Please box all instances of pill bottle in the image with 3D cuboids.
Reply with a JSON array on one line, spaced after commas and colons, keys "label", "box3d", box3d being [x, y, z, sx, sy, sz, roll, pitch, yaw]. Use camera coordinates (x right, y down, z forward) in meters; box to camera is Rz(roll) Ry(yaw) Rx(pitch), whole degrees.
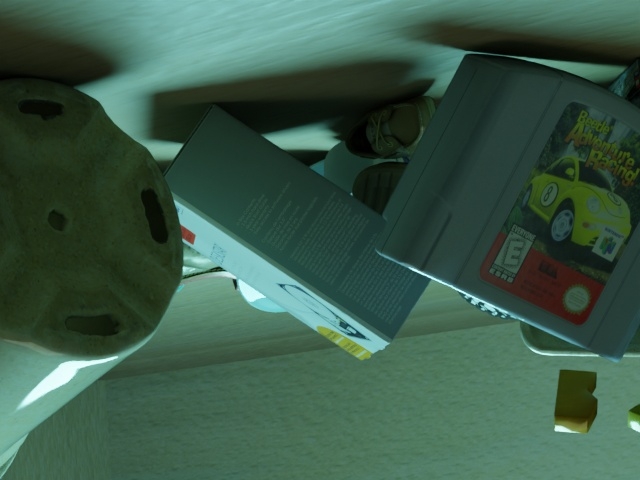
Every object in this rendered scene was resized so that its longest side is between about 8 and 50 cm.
[{"label": "pill bottle", "box3d": [0.047, -0.060, 1.608, 0.067, 0.067, 0.120, -8, 171, 21]}]

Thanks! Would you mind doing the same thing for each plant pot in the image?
[{"label": "plant pot", "box3d": [-0.281, 0.031, 1.345, 0.333, 0.334, 0.305, 4, 157, -45]}]

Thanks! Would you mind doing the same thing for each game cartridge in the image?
[{"label": "game cartridge", "box3d": [0.191, -0.029, 1.386, 0.294, 0.196, 0.060, 24, -178, -40]}]

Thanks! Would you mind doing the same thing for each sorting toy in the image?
[{"label": "sorting toy", "box3d": [0.297, 0.060, 1.554, 0.229, 0.041, 0.307, 4, -143, 10]}]

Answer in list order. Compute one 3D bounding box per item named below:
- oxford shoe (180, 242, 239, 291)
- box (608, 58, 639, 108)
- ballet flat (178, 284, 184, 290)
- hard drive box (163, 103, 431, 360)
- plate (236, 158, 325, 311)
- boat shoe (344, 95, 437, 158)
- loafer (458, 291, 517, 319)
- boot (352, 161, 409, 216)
[{"label": "oxford shoe", "box3d": [-0.117, -0.028, 1.695, 0.348, 0.123, 0.130, 3, 144, -41]}, {"label": "box", "box3d": [0.314, -0.128, 1.417, 0.137, 0.027, 0.094, -4, 171, -5]}, {"label": "ballet flat", "box3d": [-0.261, 0.019, 2.007, 0.087, 0.083, 0.247, 20, -171, 38]}, {"label": "hard drive box", "box3d": [-0.025, -0.002, 1.486, 0.232, 0.089, 0.181, 34, 170, 1]}, {"label": "plate", "box3d": [0.000, 0.000, 1.699, 0.188, 0.188, 0.024, 5, -150, -49]}, {"label": "boat shoe", "box3d": [0.060, -0.090, 1.462, 0.045, 0.050, 0.135, -7, 173, -20]}, {"label": "loafer", "box3d": [0.271, -0.038, 1.800, 0.134, 0.130, 0.366, 36, 144, -21]}, {"label": "boot", "box3d": [0.159, -0.039, 1.583, 0.248, 0.090, 0.207, 19, -153, 1]}]
